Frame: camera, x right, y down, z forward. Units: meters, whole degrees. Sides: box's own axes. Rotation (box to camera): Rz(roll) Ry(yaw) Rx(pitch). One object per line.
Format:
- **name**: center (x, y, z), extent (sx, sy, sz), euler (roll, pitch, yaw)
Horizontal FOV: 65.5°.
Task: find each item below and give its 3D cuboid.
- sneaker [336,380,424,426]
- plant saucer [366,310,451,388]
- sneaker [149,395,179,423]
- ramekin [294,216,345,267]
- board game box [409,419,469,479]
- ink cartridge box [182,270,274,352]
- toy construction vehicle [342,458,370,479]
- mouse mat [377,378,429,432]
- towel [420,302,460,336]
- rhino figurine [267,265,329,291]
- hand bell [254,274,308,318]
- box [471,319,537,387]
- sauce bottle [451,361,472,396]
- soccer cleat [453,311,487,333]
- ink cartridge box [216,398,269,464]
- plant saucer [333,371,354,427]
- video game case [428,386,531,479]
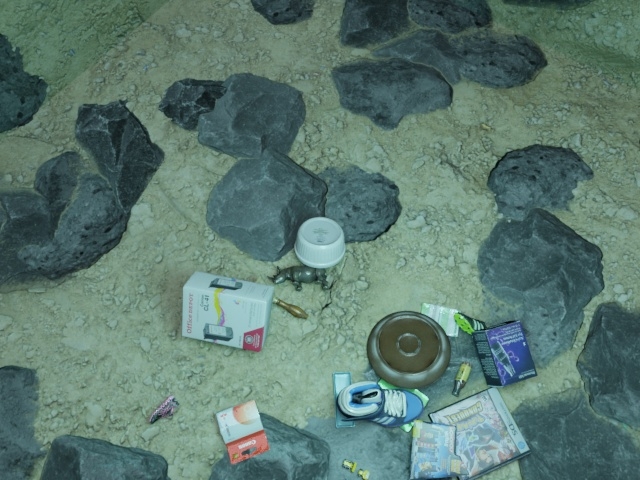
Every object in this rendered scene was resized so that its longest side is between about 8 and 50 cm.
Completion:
- **sneaker**: center (0.216, 0.554, 1.691), extent (0.323, 0.236, 0.130), euler (4, 65, -3)
- **plant saucer**: center (0.326, 0.391, 1.847), extent (0.311, 0.050, 0.310), euler (-4, 54, 6)
- **sneaker**: center (-0.555, 0.614, 1.777), extent (0.057, 0.047, 0.119), euler (43, 73, 5)
- **ramekin**: center (0.000, 0.000, 1.989), extent (0.207, 0.109, 0.207), euler (2, 46, -2)
- **board game box**: center (0.408, 0.726, 1.695), extent (0.194, 0.060, 0.194), euler (4, 70, 14)
- **ink cartridge box**: center (-0.341, 0.261, 1.829), extent (0.307, 0.226, 0.131), euler (10, 23, 3)
- **toy construction vehicle**: center (0.113, 0.807, 1.701), extent (0.098, 0.035, 0.085), euler (20, 56, 6)
- **mouse mat**: center (0.282, 0.582, 1.817), extent (0.190, 0.007, 0.152), euler (34, 70, 15)
- **towel**: center (0.464, 0.306, 1.935), extent (0.152, 0.023, 0.113), euler (12, 65, 5)
- **rhino figurine**: center (-0.089, 0.143, 1.974), extent (0.244, 0.073, 0.106), euler (-1, 47, 0)
- **hand bell**: center (-0.156, 0.240, 1.931), extent (0.242, 0.126, 0.126), euler (27, 68, -2)
- **box**: center (0.666, 0.411, 1.810), extent (0.153, 0.108, 0.206), euler (-13, 80, -15)
- **sauce bottle**: center (0.518, 0.510, 1.831), extent (0.042, 0.042, 0.128), euler (25, 66, 11)
- **soccer cleat**: center (0.587, 0.326, 1.903), extent (0.179, 0.060, 0.072), euler (39, 55, -1)
- **ink cartridge box**: center (-0.274, 0.671, 1.751), extent (0.146, 0.045, 0.179), euler (-19, 65, -8)
- **plant saucer**: center (0.084, 0.577, 1.811), extent (0.067, 0.018, 0.191), euler (-2, 66, -2)
- **video game case**: center (0.559, 0.681, 1.758), extent (0.275, 0.035, 0.248), euler (-20, 67, -9)
